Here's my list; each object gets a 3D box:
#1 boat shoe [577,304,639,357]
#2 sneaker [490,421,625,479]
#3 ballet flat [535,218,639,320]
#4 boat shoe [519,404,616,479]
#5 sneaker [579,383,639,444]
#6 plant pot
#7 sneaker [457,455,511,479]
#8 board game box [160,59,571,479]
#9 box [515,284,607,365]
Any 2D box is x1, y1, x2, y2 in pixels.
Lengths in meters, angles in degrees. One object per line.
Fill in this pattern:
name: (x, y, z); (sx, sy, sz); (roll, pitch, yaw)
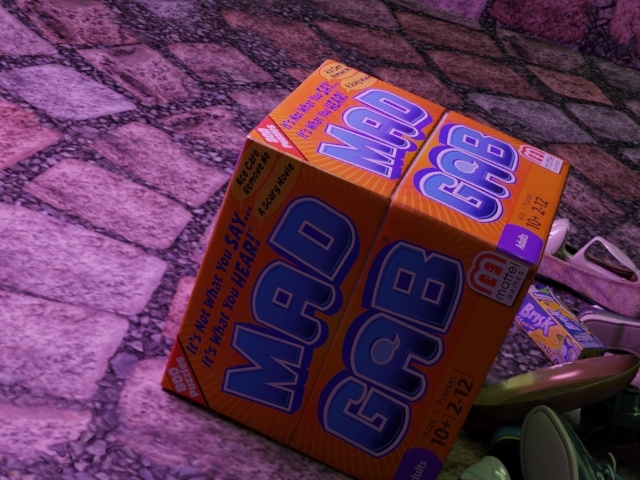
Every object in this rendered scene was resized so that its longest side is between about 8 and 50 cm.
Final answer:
boat shoe: (0.506, 0.147, 2.107); (0.206, 0.075, 0.065); (15, 30, -2)
sneaker: (0.320, 0.291, 1.706); (0.209, 0.069, 0.082); (25, 23, 8)
ballet flat: (0.425, 0.027, 2.237); (0.316, 0.106, 0.107); (26, 27, 10)
boat shoe: (0.318, 0.313, 1.593); (0.079, 0.095, 0.254); (5, 45, -31)
sneaker: (0.452, 0.245, 1.868); (0.163, 0.086, 0.226); (3, -4, 16)
plant pot: (0.316, 0.201, 1.776); (0.236, 0.032, 0.236); (-14, 1, 0)
sneaker: (0.225, 0.326, 1.601); (0.061, 0.053, 0.152); (-19, 42, -30)
board game box: (0.067, 0.038, 1.672); (0.356, 0.356, 0.356); (24, 26, 6)
box: (0.363, 0.138, 2.033); (0.054, 0.059, 0.169); (5, 31, -32)
